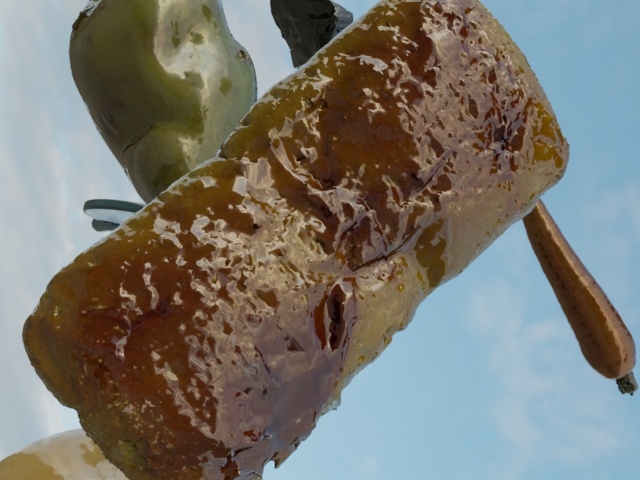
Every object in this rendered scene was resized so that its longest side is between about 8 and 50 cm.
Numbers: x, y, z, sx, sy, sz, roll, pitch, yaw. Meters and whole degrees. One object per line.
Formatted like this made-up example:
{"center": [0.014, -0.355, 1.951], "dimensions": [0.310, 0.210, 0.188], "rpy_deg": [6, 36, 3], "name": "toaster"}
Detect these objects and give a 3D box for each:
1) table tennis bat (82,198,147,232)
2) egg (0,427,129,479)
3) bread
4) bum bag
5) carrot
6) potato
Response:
{"center": [-0.191, -0.021, 0.964], "dimensions": [0.155, 0.100, 0.019], "rpy_deg": [-7, -109, 58], "name": "table tennis bat"}
{"center": [-0.227, 0.279, 0.913], "dimensions": [0.201, 0.244, 0.201], "rpy_deg": [-178, -90, -65], "name": "egg"}
{"center": [-0.001, 0.000, 0.455], "dimensions": [0.139, 0.271, 0.077], "rpy_deg": [51, -15, -8], "name": "bread"}
{"center": [0.023, -0.256, 1.509], "dimensions": [0.142, 0.080, 0.326], "rpy_deg": [12, -39, 43], "name": "bum bag"}
{"center": [0.323, 0.053, 1.255], "dimensions": [0.336, 0.069, 0.069], "rpy_deg": [61, -30, -1], "name": "carrot"}
{"center": [-0.177, -0.168, 1.137], "dimensions": [0.218, 0.202, 0.351], "rpy_deg": [-37, -112, 61], "name": "potato"}
